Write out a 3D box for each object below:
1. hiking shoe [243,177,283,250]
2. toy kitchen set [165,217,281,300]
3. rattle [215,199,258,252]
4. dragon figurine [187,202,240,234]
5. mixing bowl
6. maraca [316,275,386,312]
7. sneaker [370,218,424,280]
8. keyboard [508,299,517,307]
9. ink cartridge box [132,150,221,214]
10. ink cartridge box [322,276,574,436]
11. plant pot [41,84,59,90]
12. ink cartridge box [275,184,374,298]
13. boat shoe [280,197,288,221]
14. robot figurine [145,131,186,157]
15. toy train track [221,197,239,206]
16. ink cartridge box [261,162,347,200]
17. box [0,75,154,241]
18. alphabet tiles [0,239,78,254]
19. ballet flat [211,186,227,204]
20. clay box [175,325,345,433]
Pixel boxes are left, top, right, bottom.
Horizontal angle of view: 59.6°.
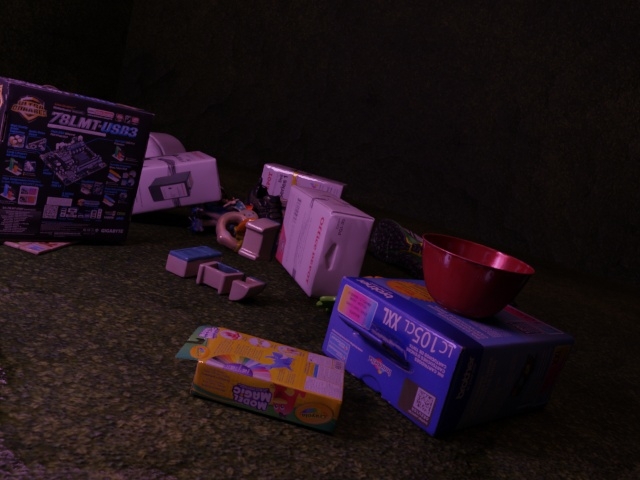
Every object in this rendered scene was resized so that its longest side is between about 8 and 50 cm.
[{"bbox_3d":[-0.147,-0.071,1.590,0.086,0.114,0.227,-13,56,-37],"label":"hiking shoe"},{"bbox_3d":[-0.186,0.012,1.150,0.207,0.166,0.122,21,13,23],"label":"toy kitchen set"},{"bbox_3d":[-0.196,-0.075,1.466,0.130,0.143,0.200,15,44,4],"label":"rattle"},{"bbox_3d":[-0.307,-0.078,1.622,0.143,0.085,0.289,14,13,-9],"label":"dragon figurine"},{"bbox_3d":[0.238,0.064,0.899,0.181,0.098,0.181,15,12,-3],"label":"mixing bowl"},{"bbox_3d":[0.084,0.125,1.116,0.185,0.099,0.127,-10,-30,27],"label":"maraca"},{"bbox_3d":[0.295,0.042,1.813,0.146,0.134,0.343,14,18,-45],"label":"sneaker"},{"bbox_3d":[0.523,0.140,1.830,0.201,0.033,0.317,17,11,6],"label":"keyboard"},{"bbox_3d":[-0.442,-0.163,1.542,0.289,0.122,0.211,-12,19,-23],"label":"ink cartridge box"},{"bbox_3d":[0.194,0.176,0.936,0.395,0.151,0.270,3,16,-41],"label":"ink cartridge box"},{"bbox_3d":[-0.756,-0.248,1.503,0.190,0.284,0.284,-19,11,4],"label":"plant pot"},{"bbox_3d":[0.000,0.000,1.355,0.117,0.207,0.283,8,14,-24],"label":"ink cartridge box"},{"bbox_3d":[-0.058,-0.048,1.697,0.340,0.127,0.158,13,5,-13],"label":"boat shoe"},{"bbox_3d":[-0.570,-0.256,1.840,0.299,0.200,0.353,32,14,8],"label":"robot figurine"},{"bbox_3d":[-0.257,-0.111,1.555,0.048,0.014,0.083,-30,22,-24],"label":"toy train track"},{"bbox_3d":[-0.071,-0.128,1.881,0.278,0.202,0.117,17,11,9],"label":"ink cartridge box"},{"bbox_3d":[-0.504,-0.145,1.117,0.073,0.294,0.295,24,15,37],"label":"box"},{"bbox_3d":[-0.605,-0.023,1.165,0.198,0.009,0.237,16,12,5],"label":"alphabet tiles"},{"bbox_3d":[-0.388,-0.181,2.078,0.084,0.058,0.250,15,11,-8],"label":"ballet flat"},{"bbox_3d":[-0.079,0.183,0.766,0.221,0.053,0.127,15,12,2],"label":"clay box"}]
